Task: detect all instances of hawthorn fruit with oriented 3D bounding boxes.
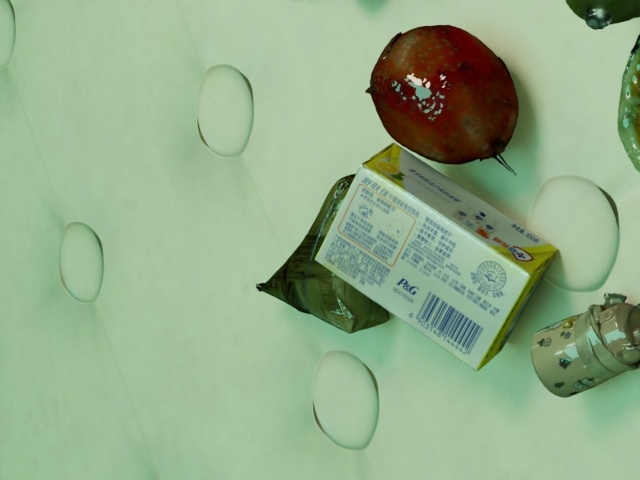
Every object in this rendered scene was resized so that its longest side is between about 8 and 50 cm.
[{"bbox_3d":[0.175,-0.168,1.939,0.235,0.181,0.181,43,125,21],"label":"hawthorn fruit"}]

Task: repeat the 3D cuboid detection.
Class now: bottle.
[{"bbox_3d":[0.335,0.122,1.840,0.152,0.099,0.099,-31,71,38],"label":"bottle"}]

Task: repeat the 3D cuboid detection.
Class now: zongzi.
[{"bbox_3d":[0.000,0.000,2.181,0.242,0.112,0.221,20,110,46],"label":"zongzi"}]

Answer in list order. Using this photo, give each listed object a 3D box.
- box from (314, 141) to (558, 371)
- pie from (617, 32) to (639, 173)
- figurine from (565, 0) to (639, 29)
[{"bbox_3d":[0.146,0.019,1.962,0.265,0.097,0.168,33,121,15],"label":"box"},{"bbox_3d":[0.429,-0.155,1.727,0.240,0.054,0.241,3,95,47],"label":"pie"},{"bbox_3d":[0.352,-0.318,1.682,0.250,0.141,0.167,-23,107,41],"label":"figurine"}]
